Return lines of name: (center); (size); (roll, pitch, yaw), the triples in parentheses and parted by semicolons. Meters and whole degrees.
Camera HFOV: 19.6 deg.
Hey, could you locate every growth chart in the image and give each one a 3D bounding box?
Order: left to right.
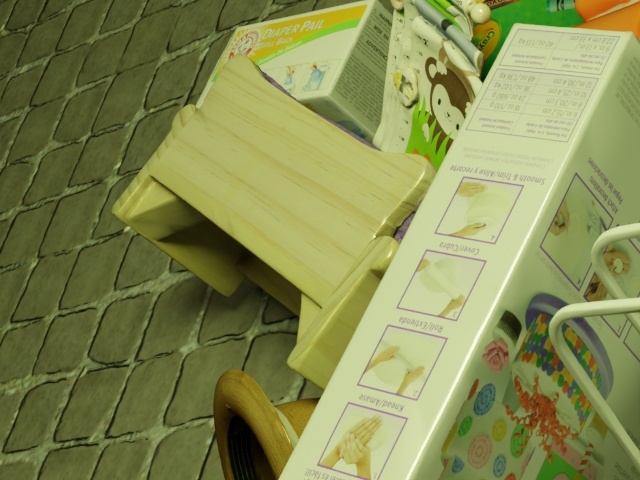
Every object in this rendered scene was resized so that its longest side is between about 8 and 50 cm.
growth chart: (0.085, -0.101, 1.436); (0.172, 0.021, 0.237); (40, 133, 50)

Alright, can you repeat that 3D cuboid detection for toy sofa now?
toy sofa: (0.000, 0.000, 1.453); (0.177, 0.150, 0.362); (-53, 35, -2)

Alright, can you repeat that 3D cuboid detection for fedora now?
fedora: (-0.012, 0.172, 1.330); (0.079, 0.194, 0.194); (-18, 26, -18)

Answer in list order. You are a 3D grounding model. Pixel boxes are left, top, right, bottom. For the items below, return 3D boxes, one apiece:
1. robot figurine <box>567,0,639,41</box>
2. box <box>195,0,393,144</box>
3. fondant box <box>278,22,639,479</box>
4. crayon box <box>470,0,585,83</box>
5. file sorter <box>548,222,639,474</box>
robot figurine: (0.231, -0.103, 1.310); (0.219, 0.128, 0.158); (-18, 42, 43)
box: (-0.001, -0.129, 1.638); (0.203, 0.114, 0.103); (-4, 54, 52)
fondant box: (0.138, 0.068, 1.133); (0.096, 0.238, 0.330); (10, 65, 42)
crayon box: (0.138, -0.250, 1.557); (0.165, 0.081, 0.278); (-42, 33, 15)
file sorter: (0.280, 0.006, 1.031); (0.193, 0.173, 0.278); (-9, 36, 48)
